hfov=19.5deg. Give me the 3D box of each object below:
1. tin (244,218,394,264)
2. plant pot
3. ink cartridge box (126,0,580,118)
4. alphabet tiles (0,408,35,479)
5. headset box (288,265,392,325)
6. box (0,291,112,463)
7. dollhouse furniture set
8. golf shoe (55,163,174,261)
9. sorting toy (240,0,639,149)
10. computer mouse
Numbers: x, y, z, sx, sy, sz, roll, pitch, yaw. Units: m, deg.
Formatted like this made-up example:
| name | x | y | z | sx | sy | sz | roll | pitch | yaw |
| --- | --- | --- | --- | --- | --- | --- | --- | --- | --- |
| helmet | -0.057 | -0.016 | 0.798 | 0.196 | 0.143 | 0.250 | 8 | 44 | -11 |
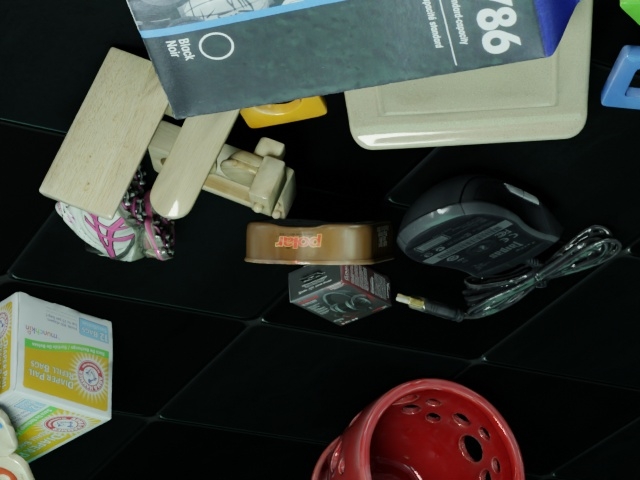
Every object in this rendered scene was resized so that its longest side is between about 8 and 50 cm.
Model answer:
| name | x | y | z | sx | sy | sz | roll | pitch | yaw |
| --- | --- | --- | --- | --- | --- | --- | --- | --- | --- |
| tin | 0.000 | 0.000 | 1.526 | 0.106 | 0.040 | 0.190 | -3 | -179 | 11 |
| plant pot | 0.095 | 0.257 | 1.943 | 0.191 | 0.191 | 0.174 | 7 | 156 | -19 |
| ink cartridge box | 0.040 | -0.181 | 1.210 | 0.333 | 0.065 | 0.165 | -10 | 133 | 11 |
| alphabet tiles | -0.399 | 0.163 | 1.721 | 0.278 | 0.021 | 0.284 | 2 | 126 | 25 |
| headset box | 0.015 | 0.043 | 1.696 | 0.062 | 0.032 | 0.083 | -23 | 147 | 32 |
| box | -0.300 | 0.143 | 1.770 | 0.114 | 0.103 | 0.203 | 21 | 143 | -37 |
| dollhouse furniture set | -0.109 | -0.036 | 1.397 | 0.144 | 0.123 | 0.151 | 21 | 160 | 9 |
| golf shoe | -0.178 | -0.030 | 1.502 | 0.086 | 0.067 | 0.186 | -7 | 152 | 9 |
| sorting toy | 0.102 | -0.142 | 1.348 | 0.348 | 0.047 | 0.196 | -3 | 148 | 5 |
| computer mouse | 0.123 | 0.003 | 1.612 | 0.184 | 0.060 | 0.262 | -29 | 154 | 32 |
